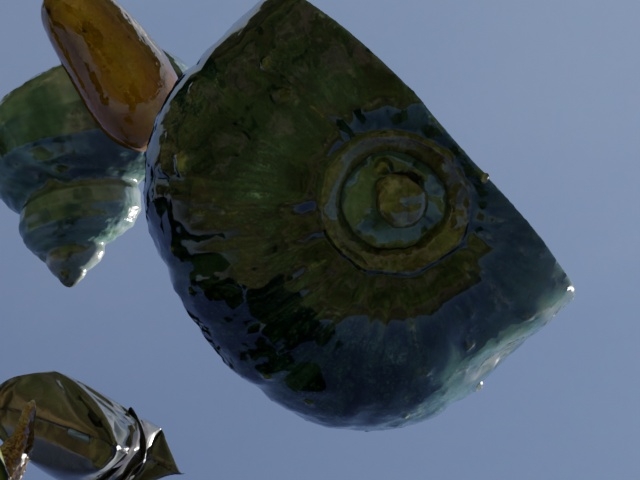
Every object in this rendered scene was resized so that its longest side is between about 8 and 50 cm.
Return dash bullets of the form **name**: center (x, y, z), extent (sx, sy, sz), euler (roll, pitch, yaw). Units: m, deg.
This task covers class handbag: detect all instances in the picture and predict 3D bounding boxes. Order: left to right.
- **handbag**: center (-0.258, 0.219, 1.924), extent (0.182, 0.270, 0.117), euler (17, -100, 12)

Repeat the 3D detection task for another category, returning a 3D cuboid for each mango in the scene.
- **mango**: center (-0.193, -0.164, 1.603), extent (0.090, 0.178, 0.115), euler (-36, -166, 2)

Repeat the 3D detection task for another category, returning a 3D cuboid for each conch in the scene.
- **conch**: center (-0.244, -0.087, 1.817), extent (0.195, 0.220, 0.277), euler (-14, -120, 56)

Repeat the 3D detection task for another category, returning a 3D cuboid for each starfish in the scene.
- **starfish**: center (-0.326, 0.267, 1.703), extent (0.062, 0.277, 0.235), euler (10, -97, 26)

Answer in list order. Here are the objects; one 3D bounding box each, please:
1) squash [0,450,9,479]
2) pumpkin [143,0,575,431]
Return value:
- **squash**: center (-0.247, 0.128, 1.038), extent (0.123, 0.123, 0.186), euler (-21, -160, -9)
- **pumpkin**: center (0.000, 0.000, 1.138), extent (0.197, 0.293, 0.263), euler (-43, -159, -1)
